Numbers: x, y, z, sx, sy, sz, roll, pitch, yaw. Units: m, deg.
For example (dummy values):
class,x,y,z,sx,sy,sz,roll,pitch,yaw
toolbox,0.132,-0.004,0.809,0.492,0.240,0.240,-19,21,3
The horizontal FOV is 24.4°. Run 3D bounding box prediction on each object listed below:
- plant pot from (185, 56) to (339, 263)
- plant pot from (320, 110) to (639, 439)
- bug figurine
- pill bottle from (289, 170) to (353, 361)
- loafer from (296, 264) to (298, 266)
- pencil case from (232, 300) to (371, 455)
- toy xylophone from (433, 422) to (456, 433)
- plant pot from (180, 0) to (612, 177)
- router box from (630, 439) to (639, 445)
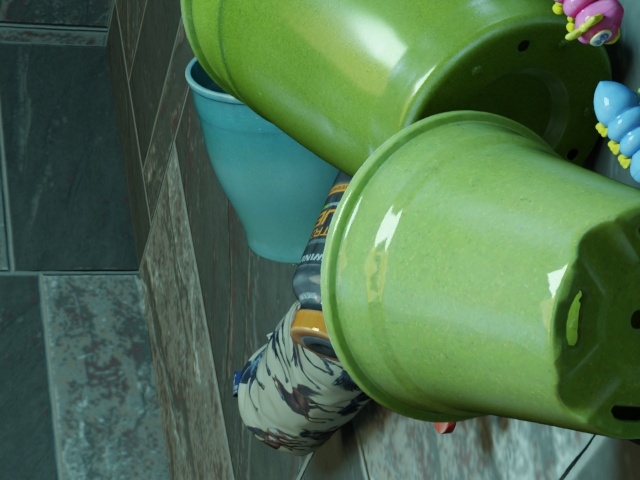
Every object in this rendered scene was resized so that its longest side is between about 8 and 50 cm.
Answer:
class,x,y,z,sx,sy,sz,roll,pitch,yaw
plant pot,-0.024,-0.118,1.929,0.271,0.272,0.255,-126,26,-60
plant pot,0.181,0.042,1.189,0.254,0.276,0.276,16,106,59
bug figurine,0.261,-0.172,1.065,0.216,0.072,0.279,55,130,14
pill bottle,0.048,0.019,1.741,0.245,0.130,0.130,-67,11,-21
loafer,0.000,0.000,2.132,0.087,0.094,0.251,59,166,-15
pencil case,0.004,0.146,1.972,0.183,0.160,0.410,68,155,18
toy xylophone,0.172,0.056,1.587,0.322,0.081,0.236,121,145,-57
plant pot,0.095,-0.197,1.472,0.353,0.367,0.366,52,140,45
router box,0.308,0.093,1.232,0.133,0.046,0.178,-161,73,-71
